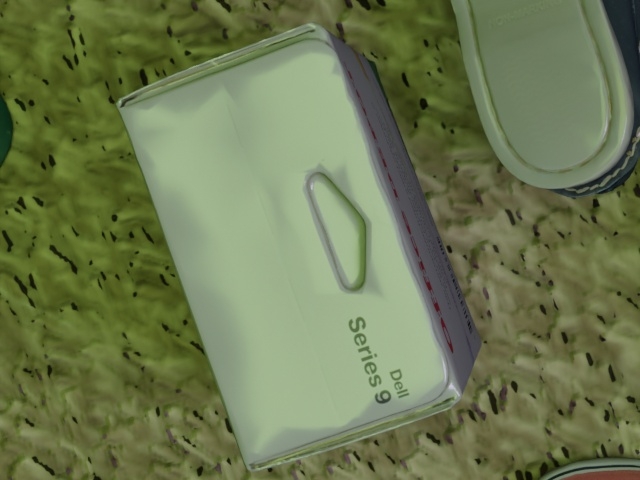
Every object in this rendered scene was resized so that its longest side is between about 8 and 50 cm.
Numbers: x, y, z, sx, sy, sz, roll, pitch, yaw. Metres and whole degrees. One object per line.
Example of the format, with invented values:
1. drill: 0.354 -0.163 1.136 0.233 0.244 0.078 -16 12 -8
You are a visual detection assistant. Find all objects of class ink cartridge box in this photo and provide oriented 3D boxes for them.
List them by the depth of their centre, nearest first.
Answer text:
1. ink cartridge box: 0.000 0.000 0.746 0.093 0.212 0.154 -20 90 6

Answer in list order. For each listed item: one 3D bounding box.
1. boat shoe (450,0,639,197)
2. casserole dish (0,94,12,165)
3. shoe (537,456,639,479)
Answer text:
1. boat shoe: 0.101 -0.145 0.799 0.095 0.079 0.254 -19 81 21
2. casserole dish: -0.239 -0.036 0.857 0.188 0.037 0.114 -43 88 4
3. shoe: 0.181 0.146 0.798 0.178 0.081 0.063 15 92 5
